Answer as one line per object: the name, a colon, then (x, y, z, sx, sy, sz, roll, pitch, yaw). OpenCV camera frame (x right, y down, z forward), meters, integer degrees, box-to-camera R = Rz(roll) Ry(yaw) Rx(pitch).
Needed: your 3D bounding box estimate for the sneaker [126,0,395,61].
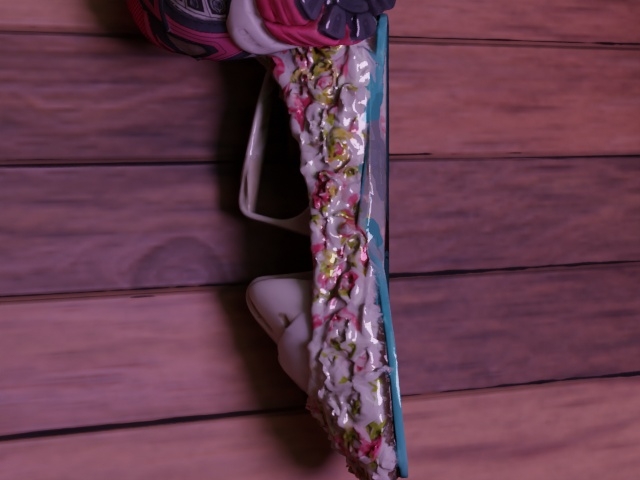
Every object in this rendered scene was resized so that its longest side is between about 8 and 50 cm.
sneaker: (-0.021, -0.224, 0.756, 0.121, 0.112, 0.299, 43, 51, -45)

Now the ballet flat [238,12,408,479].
ballet flat: (0.000, 0.000, 0.764, 0.077, 0.091, 0.240, -3, 80, 2)
